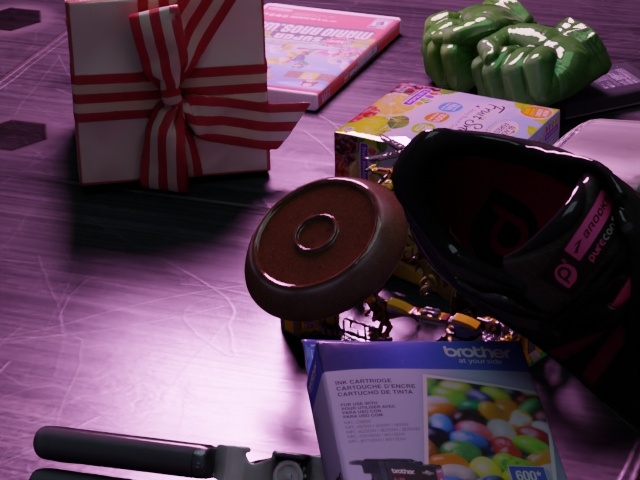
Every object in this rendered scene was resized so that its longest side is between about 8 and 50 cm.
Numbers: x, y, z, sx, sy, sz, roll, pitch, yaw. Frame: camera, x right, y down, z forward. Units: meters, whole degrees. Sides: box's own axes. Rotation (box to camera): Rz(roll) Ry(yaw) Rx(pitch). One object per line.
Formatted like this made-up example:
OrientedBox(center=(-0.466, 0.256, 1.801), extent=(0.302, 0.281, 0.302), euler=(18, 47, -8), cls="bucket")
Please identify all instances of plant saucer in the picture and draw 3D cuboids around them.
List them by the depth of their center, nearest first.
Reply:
OrientedBox(center=(0.000, 0.000, 1.818), extent=(0.168, 0.029, 0.168), euler=(-15, 46, 17), cls="plant saucer")

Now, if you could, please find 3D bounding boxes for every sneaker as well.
OrientedBox(center=(0.247, 0.048, 1.590), extent=(0.483, 0.185, 0.202), euler=(26, -2, 28), cls="sneaker")

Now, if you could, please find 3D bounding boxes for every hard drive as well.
OrientedBox(center=(0.341, -0.187, 2.393), extent=(0.135, 0.022, 0.094), euler=(-12, 28, -18), cls="hard drive")

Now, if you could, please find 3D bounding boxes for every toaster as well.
OrientedBox(center=(0.308, -0.043, 2.004), extent=(0.146, 0.129, 0.227), euler=(10, 31, 31), cls="toaster")

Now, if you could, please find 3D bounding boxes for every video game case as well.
OrientedBox(center=(-0.039, -0.246, 2.545), extent=(0.204, 0.025, 0.285), euler=(9, 30, 22), cls="video game case")

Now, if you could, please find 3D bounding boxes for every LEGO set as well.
OrientedBox(center=(0.111, 0.000, 1.861), extent=(0.255, 0.192, 0.331), euler=(-23, 33, -33), cls="LEGO set")

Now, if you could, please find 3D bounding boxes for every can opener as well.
OrientedBox(center=(-0.108, 0.206, 1.633), extent=(0.280, 0.074, 0.093), euler=(5, -6, 11), cls="can opener")

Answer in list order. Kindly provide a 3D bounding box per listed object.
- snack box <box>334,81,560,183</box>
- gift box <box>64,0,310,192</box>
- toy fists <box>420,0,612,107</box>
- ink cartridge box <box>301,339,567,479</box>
OrientedBox(center=(0.146, -0.109, 2.207), extent=(0.207, 0.070, 0.174), euler=(14, 31, 26), cls="snack box")
OrientedBox(center=(-0.163, -0.218, 2.255), extent=(0.276, 0.255, 0.258), euler=(-9, 25, -4), cls="gift box")
OrientedBox(center=(0.225, -0.231, 2.386), extent=(0.142, 0.096, 0.279), euler=(-34, 33, -16), cls="toy fists")
OrientedBox(center=(0.096, 0.171, 1.576), extent=(0.186, 0.065, 0.311), euler=(1, 37, -12), cls="ink cartridge box")
